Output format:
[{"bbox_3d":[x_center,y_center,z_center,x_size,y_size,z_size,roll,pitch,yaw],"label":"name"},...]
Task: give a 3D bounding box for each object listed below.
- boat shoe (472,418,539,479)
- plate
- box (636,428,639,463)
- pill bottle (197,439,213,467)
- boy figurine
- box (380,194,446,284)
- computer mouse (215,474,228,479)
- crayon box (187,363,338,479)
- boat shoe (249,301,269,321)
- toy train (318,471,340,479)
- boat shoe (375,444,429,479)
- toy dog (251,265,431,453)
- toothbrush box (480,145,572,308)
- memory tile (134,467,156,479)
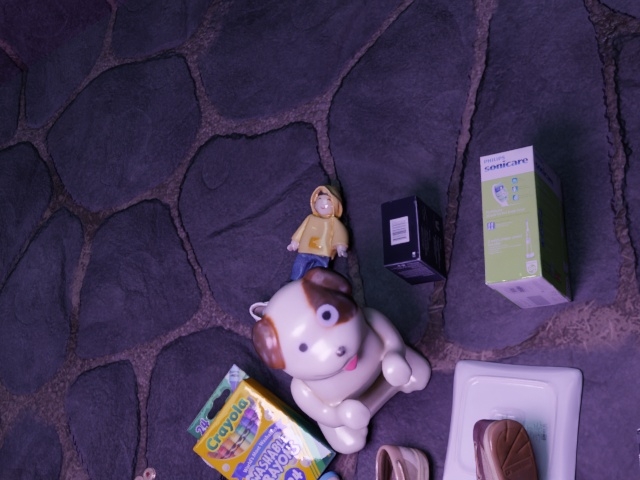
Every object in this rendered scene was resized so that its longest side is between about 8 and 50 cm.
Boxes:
[{"bbox_3d":[0.362,0.513,1.682,0.123,0.123,0.342,-14,90,64],"label":"boat shoe"},{"bbox_3d":[0.386,0.386,1.776,0.277,0.045,0.278,0,71,32],"label":"plate"},{"bbox_3d":[0.714,0.438,1.537,0.270,0.060,0.216,-11,67,29],"label":"box"},{"bbox_3d":[-0.208,0.470,2.091,0.169,0.094,0.094,-38,56,16],"label":"pill bottle"},{"bbox_3d":[0.000,0.000,2.143,0.177,0.092,0.285,14,83,38],"label":"boy figurine"},{"bbox_3d":[0.211,0.003,1.962,0.093,0.158,0.156,-13,65,27],"label":"box"},{"bbox_3d":[-0.162,0.659,2.012,0.272,0.072,0.189,19,85,48],"label":"computer mouse"},{"bbox_3d":[-0.142,0.462,1.983,0.323,0.083,0.203,36,93,12],"label":"crayon box"},{"bbox_3d":[-0.053,0.196,2.095,0.277,0.096,0.098,2,70,32],"label":"boat shoe"},{"bbox_3d":[-0.006,0.640,1.900,0.248,0.105,0.143,-52,43,5],"label":"toy train"},{"bbox_3d":[0.152,0.597,1.786,0.121,0.110,0.341,-26,53,46],"label":"boat shoe"},{"bbox_3d":[0.025,0.209,1.806,0.284,0.408,0.395,-35,63,-1],"label":"toy dog"},{"bbox_3d":[0.429,-0.022,1.805,0.122,0.206,0.283,-9,68,30],"label":"toothbrush box"},{"bbox_3d":[-0.448,0.670,2.219,0.113,0.012,0.148,-40,56,14],"label":"memory tile"}]
